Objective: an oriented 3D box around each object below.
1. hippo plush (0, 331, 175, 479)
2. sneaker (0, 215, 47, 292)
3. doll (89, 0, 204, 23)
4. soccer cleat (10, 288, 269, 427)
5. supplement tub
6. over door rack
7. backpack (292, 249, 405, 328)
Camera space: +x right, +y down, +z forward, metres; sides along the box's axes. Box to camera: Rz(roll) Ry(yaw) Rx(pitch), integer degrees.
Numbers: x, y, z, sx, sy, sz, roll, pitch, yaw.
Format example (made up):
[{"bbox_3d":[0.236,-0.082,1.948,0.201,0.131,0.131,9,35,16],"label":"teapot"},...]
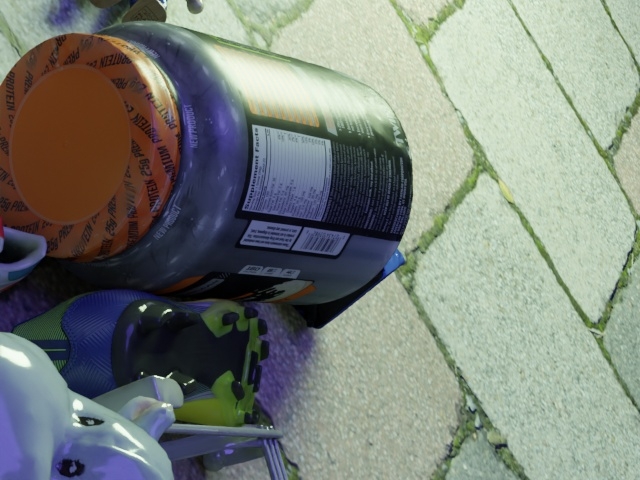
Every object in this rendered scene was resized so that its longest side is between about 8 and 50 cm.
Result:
[{"bbox_3d":[-0.192,0.173,0.861,0.294,0.237,0.234,48,32,-26],"label":"hippo plush"},{"bbox_3d":[-0.243,-0.007,1.094,0.161,0.075,0.057,26,46,-48],"label":"sneaker"},{"bbox_3d":[-0.146,-0.239,1.475,0.129,0.046,0.189,40,29,-21],"label":"doll"},{"bbox_3d":[-0.118,0.082,1.205,0.289,0.121,0.093,27,66,-71],"label":"soccer cleat"},{"bbox_3d":[-0.084,-0.053,1.272,0.316,0.194,0.193,8,60,-56],"label":"supplement tub"},{"bbox_3d":[-0.072,0.227,1.114,0.324,0.108,0.239,44,26,-73],"label":"over door rack"},{"bbox_3d":[0.000,0.000,1.473,0.120,0.098,0.101,51,19,4],"label":"backpack"}]
